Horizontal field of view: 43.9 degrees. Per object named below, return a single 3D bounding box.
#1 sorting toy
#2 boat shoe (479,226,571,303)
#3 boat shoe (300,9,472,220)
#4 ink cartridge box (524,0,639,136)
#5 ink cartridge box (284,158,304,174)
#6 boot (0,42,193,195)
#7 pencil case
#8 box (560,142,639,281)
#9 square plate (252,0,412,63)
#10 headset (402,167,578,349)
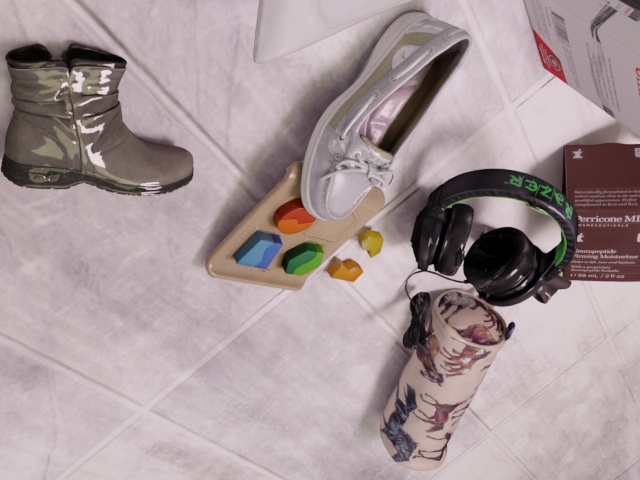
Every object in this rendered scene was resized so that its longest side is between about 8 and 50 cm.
[{"bbox_3d":[0.000,0.000,1.235,0.307,0.041,0.229,13,128,-46],"label":"sorting toy"},{"bbox_3d":[0.395,0.062,1.551,0.335,0.112,0.095,19,111,-48],"label":"boat shoe"},{"bbox_3d":[0.085,-0.161,1.085,0.118,0.103,0.320,31,94,-46],"label":"boat shoe"},{"bbox_3d":[0.429,-0.277,1.128,0.114,0.273,0.197,-38,140,2],"label":"ink cartridge box"},{"bbox_3d":[0.007,-0.102,1.181,0.115,0.029,0.063,-27,142,-13],"label":"ink cartridge box"},{"bbox_3d":[-0.246,-0.141,0.932,0.246,0.083,0.161,-2,123,-36],"label":"boot"},{"bbox_3d":[0.247,0.292,1.623,0.183,0.160,0.410,-16,137,-39],"label":"pencil case"},{"bbox_3d":[0.529,-0.049,1.451,0.168,0.167,0.203,0,140,15],"label":"box"},{"bbox_3d":[0.077,-0.381,0.850,0.344,0.049,0.347,-33,149,-39],"label":"square plate"},{"bbox_3d":[0.251,0.042,1.326,0.243,0.185,0.394,26,144,-10],"label":"headset"}]
